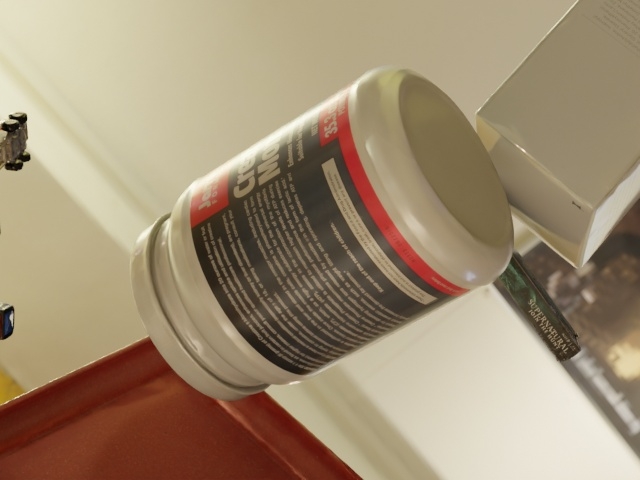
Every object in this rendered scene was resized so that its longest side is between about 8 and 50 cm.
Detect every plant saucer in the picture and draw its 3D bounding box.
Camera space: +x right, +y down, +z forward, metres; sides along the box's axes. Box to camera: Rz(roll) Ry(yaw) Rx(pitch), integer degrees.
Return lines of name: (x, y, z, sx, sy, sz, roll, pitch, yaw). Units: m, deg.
plant saucer: (-0.125, 0.199, 1.144, 0.258, 0.048, 0.259, 39, -140, 26)

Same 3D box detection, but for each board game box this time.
board game box: (0.179, 0.026, 1.327, 0.186, 0.026, 0.126, 54, -171, 0)

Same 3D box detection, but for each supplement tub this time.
supplement tub: (0.000, 0.000, 1.142, 0.191, 0.272, 0.191, 41, -148, -33)

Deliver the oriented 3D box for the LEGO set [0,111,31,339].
LEGO set: (-0.230, -0.025, 0.849, 0.244, 0.060, 0.183, 74, -157, -68)

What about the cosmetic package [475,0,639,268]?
cosmetic package: (0.259, -0.119, 1.277, 0.138, 0.225, 0.224, 39, 173, 14)
